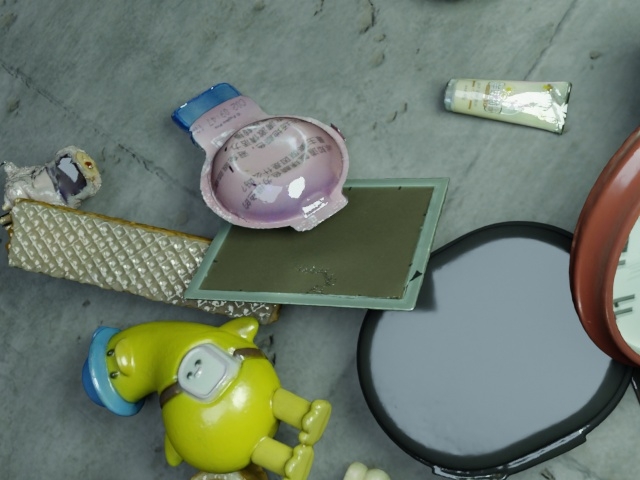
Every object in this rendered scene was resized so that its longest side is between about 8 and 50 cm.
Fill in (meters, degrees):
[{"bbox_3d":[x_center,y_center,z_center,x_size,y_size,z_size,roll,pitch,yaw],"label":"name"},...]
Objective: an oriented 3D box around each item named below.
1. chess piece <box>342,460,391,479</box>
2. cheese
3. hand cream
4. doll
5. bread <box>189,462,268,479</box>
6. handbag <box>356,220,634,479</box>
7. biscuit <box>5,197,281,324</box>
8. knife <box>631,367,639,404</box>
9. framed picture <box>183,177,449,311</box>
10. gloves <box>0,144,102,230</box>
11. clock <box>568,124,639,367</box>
[{"bbox_3d":[0.105,0.316,0.947,0.171,0.094,0.094,12,89,14],"label":"chess piece"},{"bbox_3d":[-0.078,-0.108,1.037,0.189,0.074,0.286,-36,55,-18],"label":"cheese"},{"bbox_3d":[0.213,-0.160,0.976,0.143,0.039,0.061,9,85,17],"label":"hand cream"},{"bbox_3d":[-0.149,0.173,1.023,0.363,0.145,0.199,19,80,31],"label":"doll"},{"bbox_3d":[-0.120,0.345,1.029,0.122,0.073,0.149,-12,80,20],"label":"bread"},{"bbox_3d":[0.189,0.121,0.926,0.308,0.093,0.253,-31,76,15],"label":"handbag"},{"bbox_3d":[-0.227,0.023,1.069,0.379,0.054,0.094,13,95,7],"label":"biscuit"},{"bbox_3d":[0.388,0.226,0.878,0.060,0.028,0.230,-37,71,26],"label":"knife"},{"bbox_3d":[0.000,0.000,0.981,0.273,0.016,0.216,2,43,22],"label":"framed picture"},{"bbox_3d":[-0.366,-0.067,1.152,0.144,0.094,0.110,-12,103,14],"label":"gloves"},{"bbox_3d":[0.371,-0.013,0.782,0.318,0.318,0.080,-46,35,11],"label":"clock"}]
